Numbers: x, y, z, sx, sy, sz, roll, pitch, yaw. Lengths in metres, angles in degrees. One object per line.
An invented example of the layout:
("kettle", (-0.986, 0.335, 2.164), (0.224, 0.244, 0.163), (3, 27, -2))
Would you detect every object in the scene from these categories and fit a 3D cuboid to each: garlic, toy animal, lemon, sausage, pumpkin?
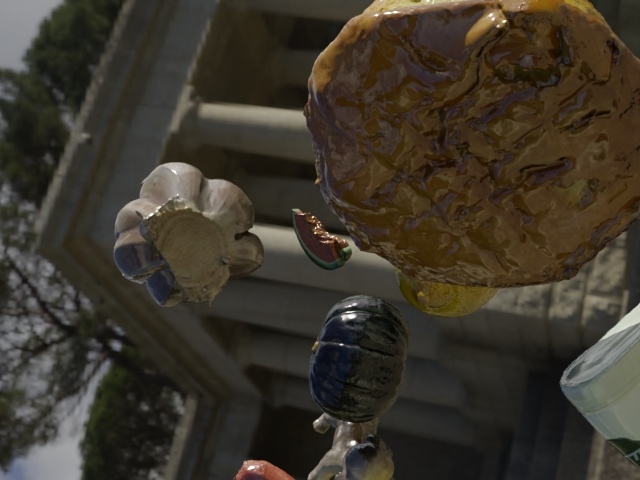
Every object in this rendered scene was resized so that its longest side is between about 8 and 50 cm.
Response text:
("garlic", (-0.128, 0.009, 1.055), (0.127, 0.131, 0.194), (-56, 8, -28))
("toy animal", (0.065, 0.373, 2.041), (0.169, 0.121, 0.233), (-56, 22, 35))
("lemon", (0.212, 0.028, 1.856), (0.244, 0.186, 0.187), (-52, -34, -48))
("sausage", (-0.058, 0.358, 1.583), (0.076, 0.141, 0.076), (-49, -21, -26))
("pumpkin", (0.065, 0.196, 1.926), (0.220, 0.161, 0.221), (-168, 90, -88))

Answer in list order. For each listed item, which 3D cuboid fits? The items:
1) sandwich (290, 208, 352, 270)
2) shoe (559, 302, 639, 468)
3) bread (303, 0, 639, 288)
("sandwich", (-0.001, 0.000, 1.755), (0.029, 0.135, 0.067), (-19, -42, -30))
("shoe", (0.458, 0.126, 1.397), (0.363, 0.132, 0.160), (-38, -83, -23))
("bread", (0.183, -0.121, 1.302), (0.215, 0.398, 0.398), (-73, -18, -53))
